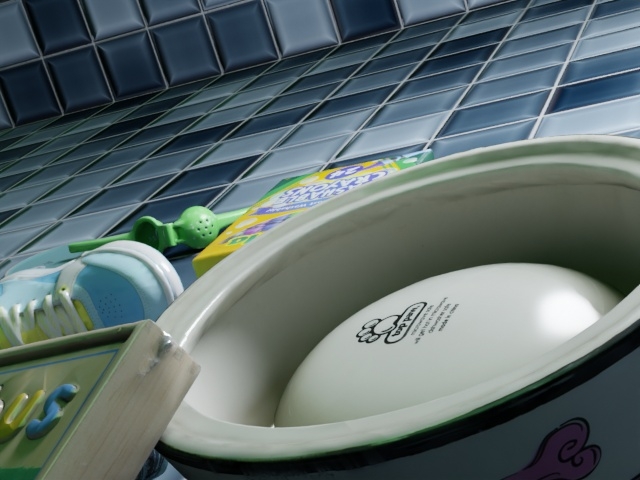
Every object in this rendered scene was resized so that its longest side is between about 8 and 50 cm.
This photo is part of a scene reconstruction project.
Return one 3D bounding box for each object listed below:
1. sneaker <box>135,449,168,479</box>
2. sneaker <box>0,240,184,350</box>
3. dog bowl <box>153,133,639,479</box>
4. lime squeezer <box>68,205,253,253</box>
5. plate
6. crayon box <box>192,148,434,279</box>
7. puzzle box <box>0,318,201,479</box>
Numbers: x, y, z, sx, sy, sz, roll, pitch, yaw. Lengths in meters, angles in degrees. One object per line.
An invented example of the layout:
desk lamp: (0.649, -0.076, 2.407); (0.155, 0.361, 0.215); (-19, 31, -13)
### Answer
sneaker: (-0.226, 0.171, 1.024); (0.122, 0.110, 0.283); (-7, 10, -35)
sneaker: (-0.297, 0.102, 1.238); (0.319, 0.127, 0.208); (-16, 12, 42)
dog bowl: (0.084, 0.082, 0.814); (0.408, 0.150, 0.408); (-20, 21, 8)
lime squeezer: (-0.200, -0.019, 1.617); (0.310, 0.059, 0.110); (-13, 24, 2)
plate: (-0.383, 0.038, 1.701); (0.188, 0.024, 0.188); (-15, 17, 5)
crayon box: (0.000, 0.000, 1.328); (0.203, 0.083, 0.323); (-10, 19, 24)
puzzle box: (-0.276, 0.188, 0.779); (0.409, 0.052, 0.272); (-15, 35, 44)
